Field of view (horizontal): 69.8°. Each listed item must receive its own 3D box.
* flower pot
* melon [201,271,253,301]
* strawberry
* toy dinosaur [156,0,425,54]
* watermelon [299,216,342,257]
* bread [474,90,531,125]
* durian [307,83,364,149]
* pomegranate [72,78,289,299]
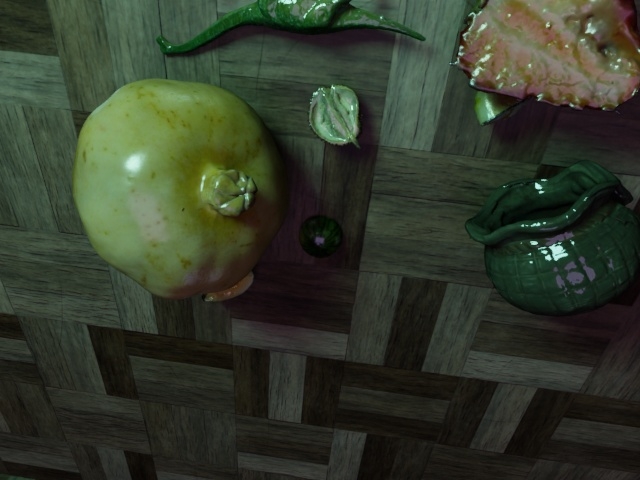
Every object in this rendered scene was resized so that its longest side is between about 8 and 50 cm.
[{"bbox_3d":[0.452,-0.009,0.883,0.302,0.302,0.213,-25,105,22],"label":"flower pot"},{"bbox_3d":[-0.236,0.082,1.159,0.128,0.079,0.160,14,126,-23],"label":"melon"},{"bbox_3d":[0.374,-0.350,0.723,0.280,0.150,0.253,18,115,12],"label":"strawberry"},{"bbox_3d":[-0.065,-0.369,0.821,0.447,0.087,0.301,29,122,-4],"label":"toy dinosaur"},{"bbox_3d":[0.000,0.000,1.072,0.106,0.062,0.105,1,123,1],"label":"watermelon"},{"bbox_3d":[0.337,-0.273,0.830,0.094,0.083,0.157,38,97,5],"label":"bread"},{"bbox_3d":[0.039,-0.239,0.902,0.110,0.071,0.140,-34,100,21],"label":"durian"},{"bbox_3d":[-0.243,-0.097,0.850,0.412,0.411,0.411,4,124,5],"label":"pomegranate"}]
